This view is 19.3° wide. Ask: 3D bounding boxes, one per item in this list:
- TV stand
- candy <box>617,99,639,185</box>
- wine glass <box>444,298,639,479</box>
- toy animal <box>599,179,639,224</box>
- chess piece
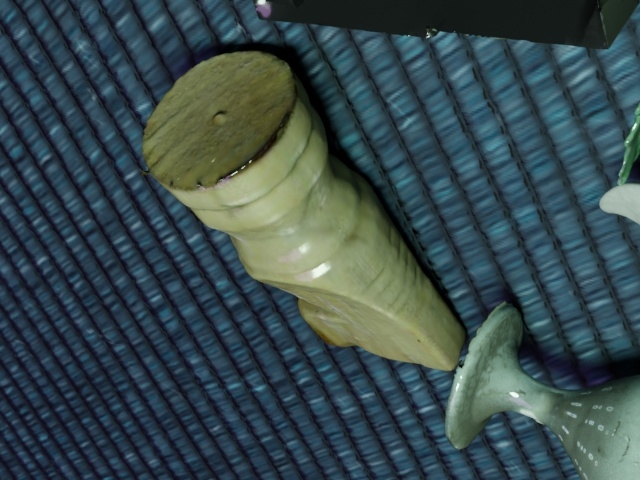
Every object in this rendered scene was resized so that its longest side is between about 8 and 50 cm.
[{"bbox_3d":[0.070,-0.156,1.173,0.256,0.049,0.040,11,138,33],"label":"TV stand"},{"bbox_3d":[0.350,-0.092,0.878,0.398,0.172,0.263,18,149,20],"label":"candy"},{"bbox_3d":[0.216,0.140,1.343,0.241,0.126,0.126,22,144,23],"label":"wine glass"},{"bbox_3d":[0.286,0.001,1.157,0.103,0.131,0.221,24,-168,-47],"label":"toy animal"},{"bbox_3d":[0.000,0.000,1.386,0.137,0.137,0.301,3,145,40],"label":"chess piece"}]
